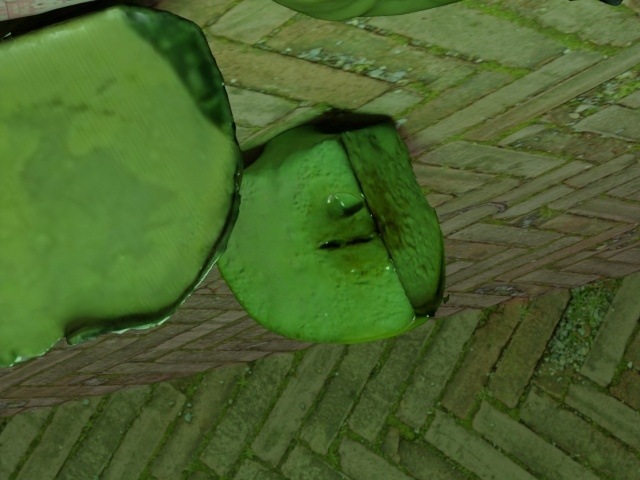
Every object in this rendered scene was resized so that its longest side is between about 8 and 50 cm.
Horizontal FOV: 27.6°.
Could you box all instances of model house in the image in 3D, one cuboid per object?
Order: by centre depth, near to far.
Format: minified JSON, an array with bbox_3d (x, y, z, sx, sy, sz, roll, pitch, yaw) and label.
[{"bbox_3d":[-0.229,-0.063,1.162,0.321,0.261,0.266,-22,-165,-2],"label":"model house"}]

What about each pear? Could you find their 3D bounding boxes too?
[{"bbox_3d":[0.000,0.000,1.679,0.282,0.286,0.176,-22,-178,28],"label":"pear"}]

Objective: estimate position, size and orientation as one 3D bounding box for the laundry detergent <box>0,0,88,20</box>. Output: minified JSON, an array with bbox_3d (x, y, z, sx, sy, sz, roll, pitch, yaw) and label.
[{"bbox_3d":[-0.135,-0.234,1.001,0.335,0.088,0.159,-11,175,-13],"label":"laundry detergent"}]

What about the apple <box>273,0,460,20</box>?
[{"bbox_3d":[0.038,-0.258,0.777,0.262,0.262,0.262,-13,165,-4],"label":"apple"}]

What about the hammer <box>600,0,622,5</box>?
[{"bbox_3d":[0.256,-0.276,1.199,0.137,0.037,0.290,-21,166,18],"label":"hammer"}]
